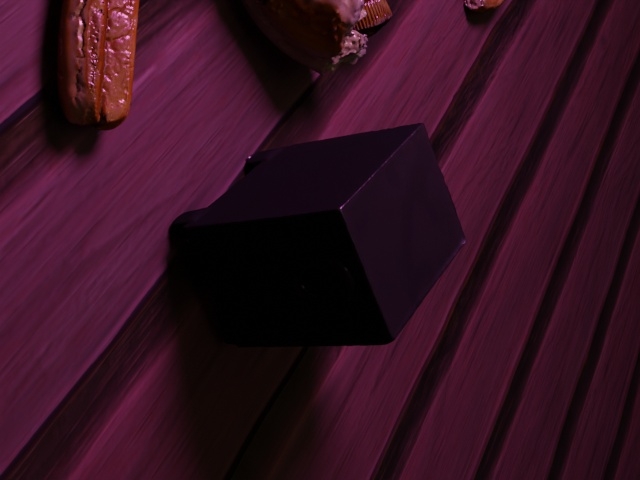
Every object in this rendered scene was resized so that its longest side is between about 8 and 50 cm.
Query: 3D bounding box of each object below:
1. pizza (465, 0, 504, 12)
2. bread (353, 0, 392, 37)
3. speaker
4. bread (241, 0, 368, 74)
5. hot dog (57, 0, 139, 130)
[{"bbox_3d":[0.325,-0.516,1.875,0.127,0.058,0.246,41,56,-46],"label":"pizza"},{"bbox_3d":[0.065,-0.325,1.460,0.085,0.085,0.053,-39,111,-50],"label":"bread"},{"bbox_3d":[0.000,0.000,1.176,0.232,0.254,0.184,-47,122,-47],"label":"speaker"},{"bbox_3d":[-0.018,-0.372,1.255,0.171,0.192,0.314,-81,179,-50],"label":"bread"},{"bbox_3d":[-0.233,-0.231,1.040,0.092,0.062,0.235,16,75,-53],"label":"hot dog"}]
